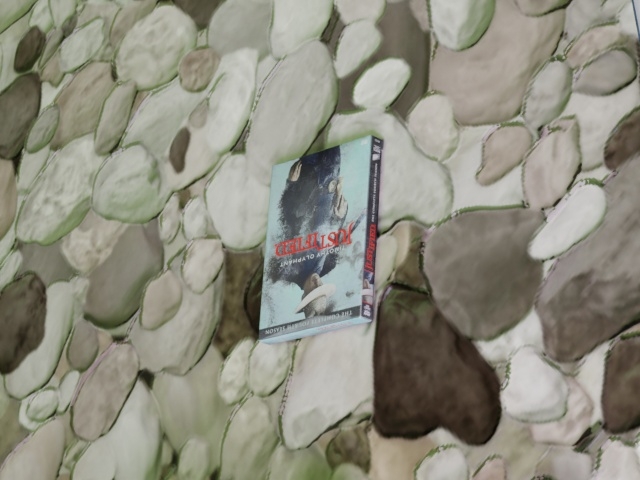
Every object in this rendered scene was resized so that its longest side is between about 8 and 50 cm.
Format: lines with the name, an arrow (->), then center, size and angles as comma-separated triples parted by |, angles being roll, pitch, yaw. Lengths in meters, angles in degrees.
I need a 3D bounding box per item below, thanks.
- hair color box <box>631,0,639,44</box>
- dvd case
hair color box -> 0.250, -0.081, 0.867 | 0.174, 0.105, 0.347 | -27, 54, 35
dvd case -> 0.000, 0.000, 1.152 | 0.087, 0.013, 0.119 | -15, 63, 41
